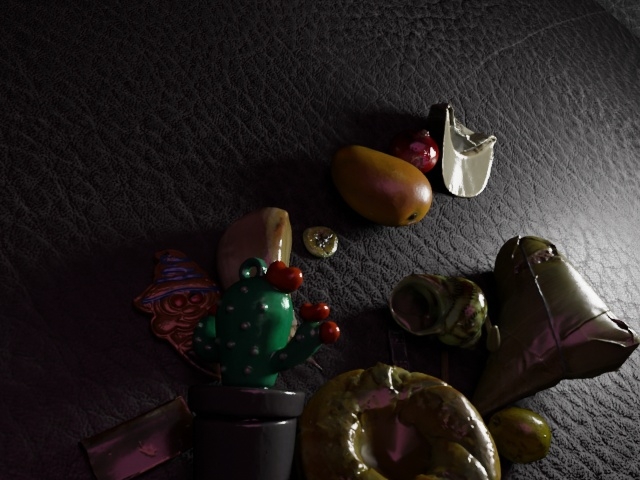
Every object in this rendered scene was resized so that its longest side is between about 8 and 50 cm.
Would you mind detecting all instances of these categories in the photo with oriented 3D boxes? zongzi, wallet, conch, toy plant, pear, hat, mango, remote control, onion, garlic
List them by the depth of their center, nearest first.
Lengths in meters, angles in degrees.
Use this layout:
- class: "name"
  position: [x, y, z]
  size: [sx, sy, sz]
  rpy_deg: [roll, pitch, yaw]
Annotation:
- class: "toy plant"
  position: [-0.121, 0.222, 0.964]
  size: [0.185, 0.279, 0.400]
  rpy_deg: [9, 77, -30]
- class: "wallet"
  position: [-0.288, 0.328, 0.972]
  size: [0.176, 0.026, 0.095]
  rpy_deg: [-20, 62, -35]
- class: "garlic"
  position: [-0.088, 0.079, 1.157]
  size: [0.196, 0.151, 0.338]
  rpy_deg: [18, 46, -44]
- class: "pear"
  position: [0.391, 0.380, 1.176]
  size: [0.131, 0.107, 0.107]
  rpy_deg: [28, 50, -19]
- class: "remote control"
  position: [0.160, 0.231, 1.237]
  size: [0.039, 0.014, 0.096]
  rpy_deg: [7, 57, -19]
- class: "conch"
  position: [0.254, 0.152, 1.257]
  size: [0.187, 0.124, 0.181]
  rpy_deg: [-32, 60, -5]
- class: "zongzi"
  position: [0.419, 0.176, 1.322]
  size: [0.393, 0.174, 0.356]
  rpy_deg: [-22, 50, -5]
- class: "mango"
  position: [0.134, -0.124, 1.391]
  size: [0.254, 0.139, 0.175]
  rpy_deg: [23, 39, 3]
- class: "onion"
  position: [0.235, -0.223, 1.509]
  size: [0.131, 0.131, 0.131]
  rpy_deg: [11, 54, -16]
- class: "hat"
  position: [0.349, -0.244, 1.604]
  size: [0.214, 0.149, 0.244]
  rpy_deg: [27, 83, -34]

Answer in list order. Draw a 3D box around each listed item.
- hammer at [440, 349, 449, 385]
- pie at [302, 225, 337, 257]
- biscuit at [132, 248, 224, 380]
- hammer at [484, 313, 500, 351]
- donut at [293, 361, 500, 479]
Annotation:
- class: "hammer"
  position: [0.253, 0.307, 1.225]
  size: [0.062, 0.017, 0.182]
  rpy_deg: [16, 52, -13]
- class: "pie"
  position: [0.001, 0.001, 1.319]
  size: [0.084, 0.021, 0.084]
  rpy_deg: [11, 55, -16]
- class: "biscuit"
  position: [-0.246, 0.132, 1.120]
  size: [0.183, 0.043, 0.280]
  rpy_deg: [-15, 62, -28]
- class: "hammer"
  position: [0.351, 0.151, 1.284]
  size: [0.028, 0.060, 0.195]
  rpy_deg: [-7, 31, 5]
- class: "donut"
  position: [0.129, 0.378, 0.996]
  size: [0.360, 0.170, 0.360]
  rpy_deg: [5, 40, -4]
